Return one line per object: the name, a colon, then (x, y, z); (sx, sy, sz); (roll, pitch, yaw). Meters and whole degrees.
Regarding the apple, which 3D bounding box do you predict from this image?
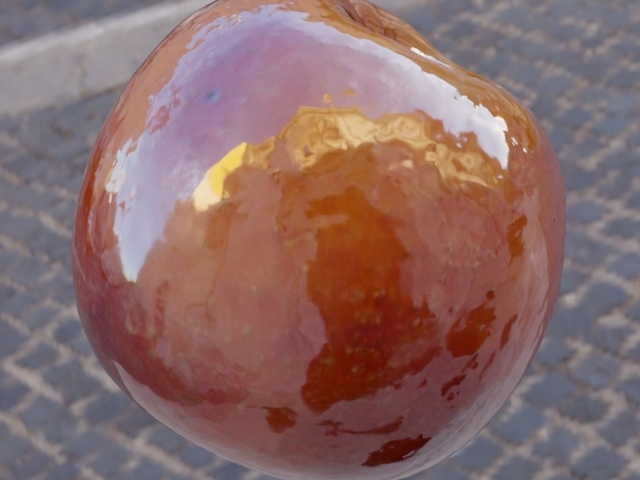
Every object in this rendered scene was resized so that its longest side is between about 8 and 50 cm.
apple: (0.000, 0.000, 0.838); (0.218, 0.218, 0.201); (41, 106, 49)
